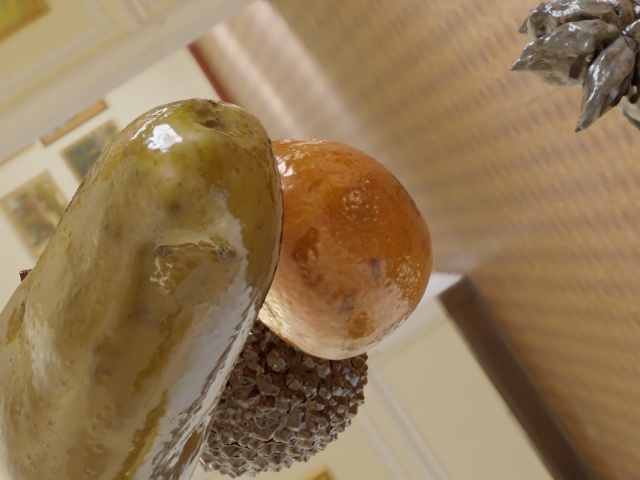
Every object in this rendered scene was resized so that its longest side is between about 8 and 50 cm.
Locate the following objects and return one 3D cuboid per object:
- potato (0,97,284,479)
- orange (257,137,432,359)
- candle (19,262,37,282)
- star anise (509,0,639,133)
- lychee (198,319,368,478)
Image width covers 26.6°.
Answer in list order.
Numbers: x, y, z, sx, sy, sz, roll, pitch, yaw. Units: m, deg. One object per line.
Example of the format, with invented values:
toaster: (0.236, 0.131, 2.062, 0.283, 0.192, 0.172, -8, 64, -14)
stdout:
potato: (-0.124, 0.062, 0.836, 0.176, 0.195, 0.369, 38, 126, 14)
orange: (0.000, 0.000, 1.244, 0.224, 0.170, 0.224, 44, 160, 20)
candle: (-0.260, 0.028, 1.530, 0.021, 0.167, 0.026, 45, -142, -71)
star anise: (0.383, -0.266, 1.826, 0.359, 0.316, 0.139, 27, 129, 7)
lychee: (-0.075, 0.164, 1.640, 0.267, 0.267, 0.267, 56, 174, 9)
